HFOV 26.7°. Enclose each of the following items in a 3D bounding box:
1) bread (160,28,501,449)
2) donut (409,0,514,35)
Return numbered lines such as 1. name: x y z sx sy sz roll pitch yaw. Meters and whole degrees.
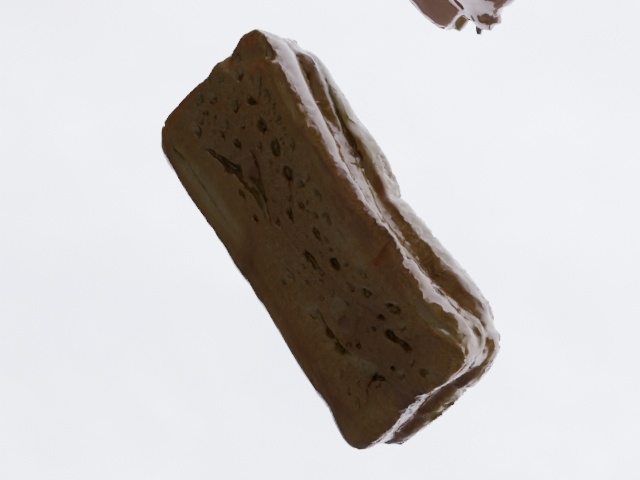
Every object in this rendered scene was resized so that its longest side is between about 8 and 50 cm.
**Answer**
1. bread: -0.001 0.000 0.866 0.139 0.077 0.271 -46 -113 27
2. donut: 0.101 -0.177 0.393 0.085 0.233 0.199 -147 -143 -68
